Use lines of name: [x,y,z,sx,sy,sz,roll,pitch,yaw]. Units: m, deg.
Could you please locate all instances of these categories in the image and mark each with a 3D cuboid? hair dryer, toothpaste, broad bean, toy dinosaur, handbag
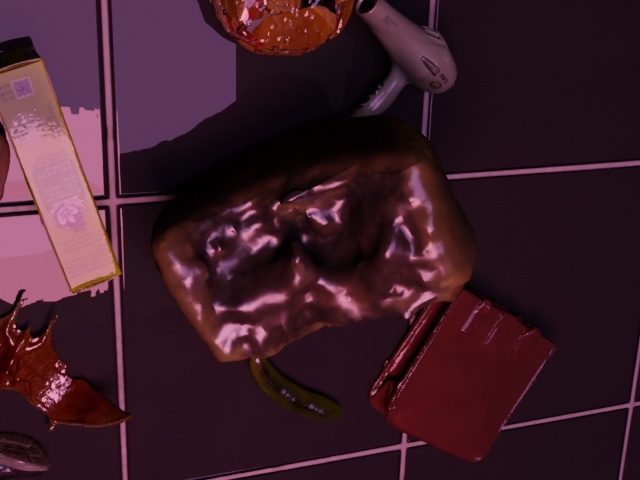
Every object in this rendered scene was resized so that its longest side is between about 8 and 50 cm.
hair dryer: [0.086,-0.264,1.407,0.225,0.088,0.219,-31,135,-3]
toothpaste: [-0.363,-0.095,1.281,0.077,0.110,0.327,-22,115,-16]
broad bean: [-0.051,0.242,1.566,0.069,0.039,0.227,-47,118,-7]
toy dinosaur: [-0.449,0.181,1.344,0.207,0.113,0.327,-37,114,-12]
handbag: [0.251,0.231,1.658,0.260,0.084,0.275,27,96,-27]

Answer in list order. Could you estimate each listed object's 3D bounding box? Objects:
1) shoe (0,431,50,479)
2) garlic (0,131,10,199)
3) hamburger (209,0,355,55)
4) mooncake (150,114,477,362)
shoe: [-0.494,0.343,1.409,0.169,0.071,0.099,12,106,-21]
garlic: [-0.470,-0.072,1.244,0.099,0.124,0.174,26,77,-15]
hamburger: [-0.055,-0.367,1.316,0.231,0.107,0.230,-12,118,-23]
mooncake: [0.000,0.000,1.299,0.393,0.394,0.246,-44,124,-31]
